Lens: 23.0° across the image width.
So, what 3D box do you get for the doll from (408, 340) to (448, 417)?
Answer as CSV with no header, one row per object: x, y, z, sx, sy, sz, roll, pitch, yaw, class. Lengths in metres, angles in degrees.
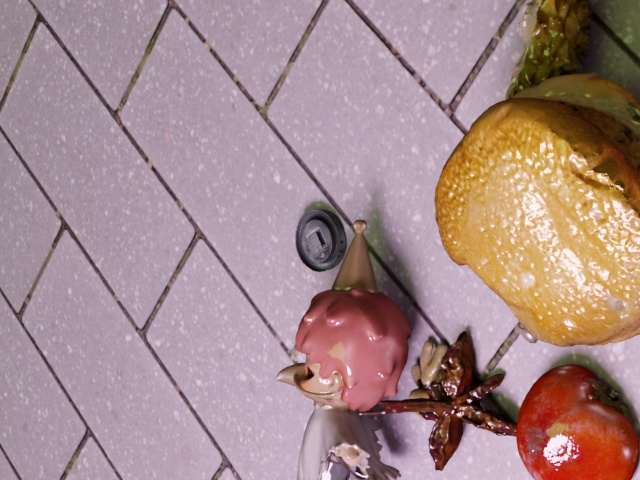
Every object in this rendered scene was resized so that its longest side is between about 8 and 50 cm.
0.138,0.176,1.961,0.061,0.051,0.093,9,73,48,doll

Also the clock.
0.000,0.000,2.084,0.085,0.017,0.085,7,100,45,clock

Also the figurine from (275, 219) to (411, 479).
0.026,0.170,1.955,0.166,0.207,0.387,4,100,11,figurine

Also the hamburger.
0.269,-0.021,1.673,0.290,0.170,0.314,50,141,11,hamburger

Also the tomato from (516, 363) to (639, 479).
0.278,0.224,1.778,0.159,0.091,0.139,52,130,25,tomato

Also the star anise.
0.146,0.198,1.873,0.140,0.144,0.158,-33,69,26,star anise

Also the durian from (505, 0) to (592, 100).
0.254,-0.196,1.752,0.140,0.078,0.224,-82,4,-56,durian
